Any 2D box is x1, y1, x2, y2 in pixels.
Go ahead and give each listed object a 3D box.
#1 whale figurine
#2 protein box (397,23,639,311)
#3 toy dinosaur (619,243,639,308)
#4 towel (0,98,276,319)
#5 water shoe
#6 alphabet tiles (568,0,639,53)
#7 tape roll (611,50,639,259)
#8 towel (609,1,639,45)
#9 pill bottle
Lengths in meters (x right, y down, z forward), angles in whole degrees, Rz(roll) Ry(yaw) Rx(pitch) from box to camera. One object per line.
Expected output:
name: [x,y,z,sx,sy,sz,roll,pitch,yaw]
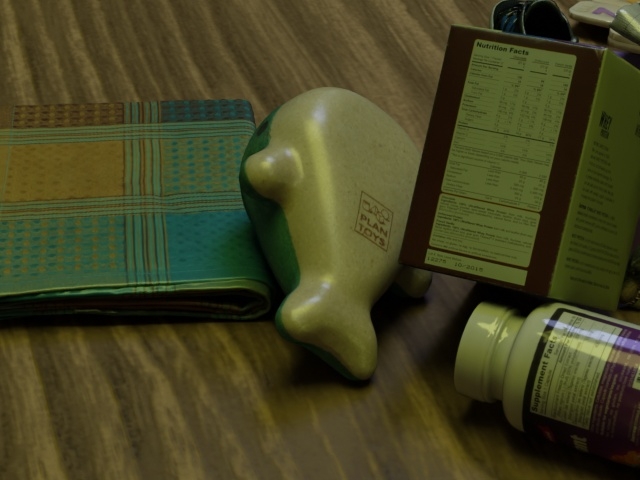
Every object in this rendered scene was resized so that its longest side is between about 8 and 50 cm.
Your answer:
whale figurine: [0.000,0.000,1.578,0.216,0.141,0.272,33,46,-31]
protein box: [0.181,-0.057,1.528,0.136,0.201,0.200,13,0,25]
toy dinosaur: [0.387,-0.007,1.629,0.268,0.064,0.118,-37,81,-23]
towel: [-0.184,-0.036,1.714,0.271,0.040,0.370,-1,31,-5]
water shoe: [0.217,-0.205,1.784,0.073,0.080,0.203,-5,33,-10]
alphabet tiles: [0.436,-0.255,2.066,0.278,0.021,0.284,17,30,25]
tape roll: [0.263,-0.086,1.757,0.274,0.090,0.275,0,32,0]
towel: [0.484,-0.186,1.848,0.324,0.056,0.312,33,31,21]
pill bottle: [0.208,0.110,1.429,0.193,0.108,0.108,16,35,23]
